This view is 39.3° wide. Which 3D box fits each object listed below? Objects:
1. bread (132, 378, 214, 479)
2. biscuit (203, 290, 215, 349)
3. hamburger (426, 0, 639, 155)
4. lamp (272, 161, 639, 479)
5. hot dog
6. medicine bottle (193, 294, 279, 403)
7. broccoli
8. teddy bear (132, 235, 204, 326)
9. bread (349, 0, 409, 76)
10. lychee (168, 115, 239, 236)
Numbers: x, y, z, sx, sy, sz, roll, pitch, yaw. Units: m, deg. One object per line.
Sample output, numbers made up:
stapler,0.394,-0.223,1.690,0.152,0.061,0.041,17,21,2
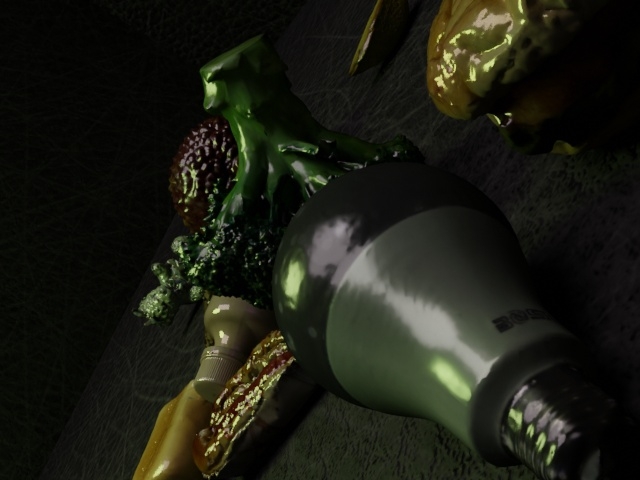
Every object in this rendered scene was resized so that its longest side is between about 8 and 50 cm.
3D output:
bread,-0.173,0.272,1.161,0.134,0.085,0.173,-42,20,41
biscuit,-0.129,0.085,1.346,0.131,0.026,0.236,-45,-29,-39
hamburger,0.185,-0.163,0.661,0.330,0.162,0.209,-24,40,63
lamp,0.099,0.051,0.599,0.314,0.182,0.182,23,81,47
hot dog,-0.061,0.172,1.013,0.252,0.069,0.131,-51,15,27
medicine bottle,-0.092,0.097,1.186,0.114,0.114,0.252,-41,22,51
broccoli,-0.033,-0.059,0.939,0.298,0.297,0.297,-27,14,7
teddy bear,-0.310,0.099,1.926,0.213,0.133,0.111,-53,-14,-12
bread,0.104,-0.354,1.570,0.149,0.065,0.187,126,167,-67
lychee,-0.136,-0.092,1.504,0.236,0.236,0.271,-61,-2,-9
